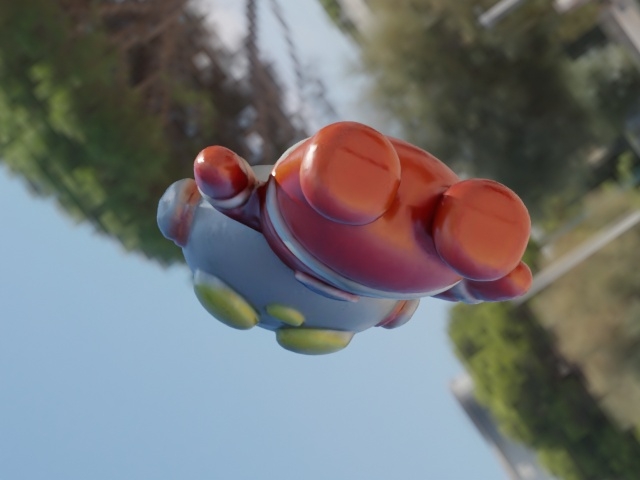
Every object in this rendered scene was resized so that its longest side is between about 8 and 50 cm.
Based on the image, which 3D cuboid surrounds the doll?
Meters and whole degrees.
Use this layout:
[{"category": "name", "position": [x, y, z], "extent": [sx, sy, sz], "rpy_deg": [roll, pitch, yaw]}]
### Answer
[{"category": "doll", "position": [0.000, 0.000, 0.812], "extent": [0.142, 0.076, 0.245], "rpy_deg": [24, 164, -15]}]
